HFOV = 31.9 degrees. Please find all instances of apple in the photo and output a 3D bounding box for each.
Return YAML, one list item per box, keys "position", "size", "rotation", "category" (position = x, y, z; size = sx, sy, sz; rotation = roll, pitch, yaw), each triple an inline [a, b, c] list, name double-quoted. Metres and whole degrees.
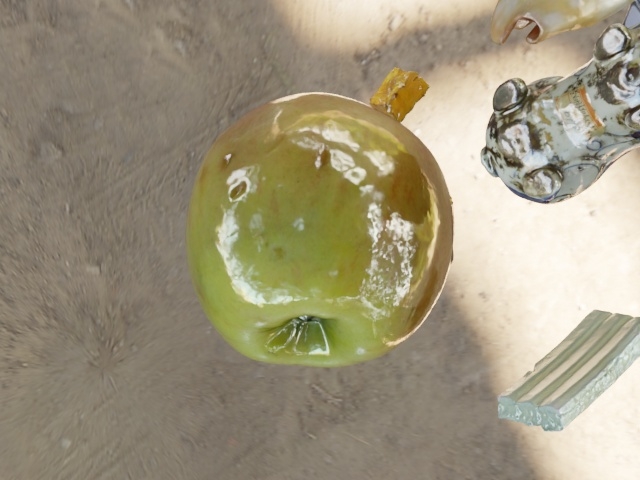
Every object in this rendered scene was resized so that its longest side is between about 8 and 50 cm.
- position: [0.000, 0.000, 1.355]
  size: [0.338, 0.338, 0.305]
  rotation: [18, 45, -9]
  category: "apple"

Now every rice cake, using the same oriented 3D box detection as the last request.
- position: [0.343, 0.169, 1.489]
  size: [0.237, 0.127, 0.043]
  rotation: [-33, 110, -29]
  category: "rice cake"

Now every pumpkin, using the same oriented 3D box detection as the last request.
- position: [0.113, -0.205, 1.599]
  size: [0.054, 0.083, 0.074]
  rotation: [39, 88, -25]
  category: "pumpkin"

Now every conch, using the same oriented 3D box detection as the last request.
- position: [0.247, -0.274, 0.988]
  size: [0.255, 0.158, 0.127]
  rotation: [-40, 124, -30]
  category: "conch"

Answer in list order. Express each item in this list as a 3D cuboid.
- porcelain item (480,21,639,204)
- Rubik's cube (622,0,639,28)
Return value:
- position: [0.317, -0.143, 1.216]
  size: [0.186, 0.288, 0.138]
  rotation: [-9, 73, -47]
  category: "porcelain item"
- position: [0.597, -0.298, 1.384]
  size: [0.286, 0.293, 0.292]
  rotation: [-14, 57, -16]
  category: "Rubik's cube"
